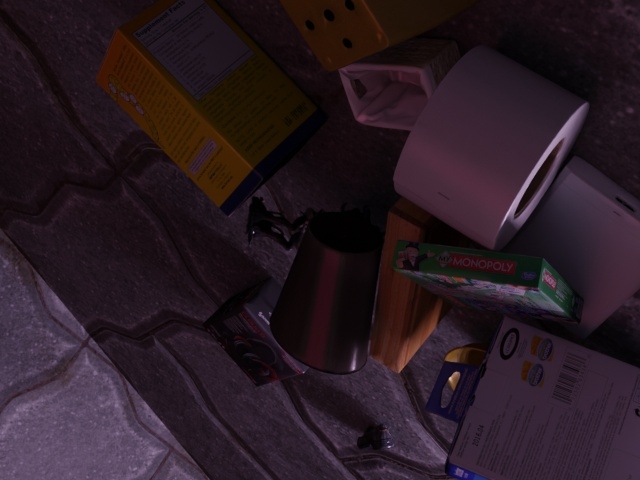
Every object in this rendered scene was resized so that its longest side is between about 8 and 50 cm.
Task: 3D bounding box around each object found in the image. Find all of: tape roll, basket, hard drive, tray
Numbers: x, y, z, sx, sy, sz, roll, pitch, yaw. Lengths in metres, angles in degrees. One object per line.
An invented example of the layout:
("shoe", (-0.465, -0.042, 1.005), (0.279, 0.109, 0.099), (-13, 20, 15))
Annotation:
("tape roll", (0.237, -0.128, 1.332), (0.169, 0.246, 0.246), (34, 147, 17))
("basket", (0.130, -0.243, 1.451), (0.167, 0.103, 0.113), (12, 136, 41))
("hard drive", (0.410, 0.021, 1.506), (0.203, 0.040, 0.307), (38, 148, 9))
("basket", (0.018, 0.078, 1.618), (0.204, 0.154, 0.227), (40, 130, 36))
("tray", (0.183, 0.038, 1.627), (0.076, 0.203, 0.411), (30, 146, 21))

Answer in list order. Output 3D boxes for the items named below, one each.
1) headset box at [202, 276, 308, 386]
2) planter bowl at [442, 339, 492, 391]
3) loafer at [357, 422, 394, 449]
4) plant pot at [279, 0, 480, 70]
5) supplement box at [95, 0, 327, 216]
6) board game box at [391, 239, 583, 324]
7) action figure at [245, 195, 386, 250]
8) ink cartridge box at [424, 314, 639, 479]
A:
("headset box", (-0.128, 0.221, 2.288), (0.218, 0.110, 0.293), (50, 148, -8))
("planter bowl", (0.347, 0.254, 1.804), (0.217, 0.090, 0.217), (30, 146, 23))
("loafer", (0.135, 0.486, 2.368), (0.170, 0.062, 0.061), (152, 113, -64))
("plant pot", (0.064, -0.355, 1.313), (0.212, 0.187, 0.212), (-10, 120, 54))
("supplement box", (-0.200, -0.256, 1.726), (0.356, 0.194, 0.195), (46, 149, -3))
("board game box", (0.262, 0.068, 1.441), (0.213, 0.046, 0.317), (8, 170, 26))
("action figure", (0.000, 0.000, 1.771), (0.275, 0.141, 0.164), (8, 151, 0))
("ink cartridge box", (0.375, 0.303, 1.567), (0.395, 0.270, 0.151), (22, 161, 11))
